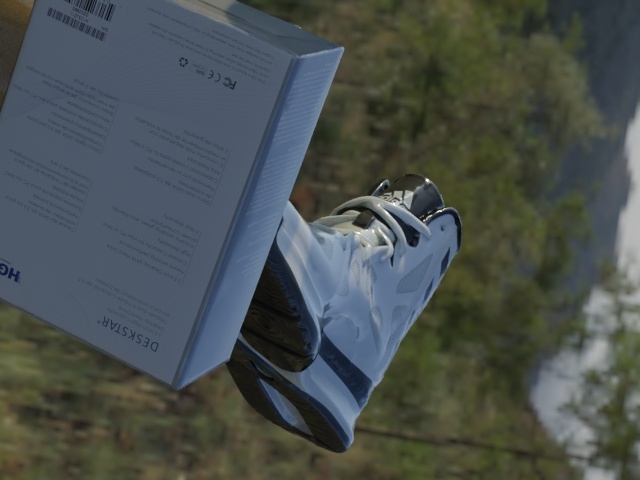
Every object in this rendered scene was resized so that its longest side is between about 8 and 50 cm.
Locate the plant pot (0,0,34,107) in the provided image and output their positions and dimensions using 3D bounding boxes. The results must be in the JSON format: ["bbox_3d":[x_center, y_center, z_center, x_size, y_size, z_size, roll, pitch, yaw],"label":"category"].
[{"bbox_3d":[-0.329,-0.214,2.078,0.237,0.254,0.237,-63,-171,17],"label":"plant pot"}]

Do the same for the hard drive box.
[{"bbox_3d":[-0.115,-0.050,1.135,0.232,0.181,0.089,-68,165,17],"label":"hard drive box"}]

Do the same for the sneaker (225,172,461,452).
[{"bbox_3d":[-0.001,0.000,1.645,0.257,0.169,0.447,-57,156,-19],"label":"sneaker"}]
